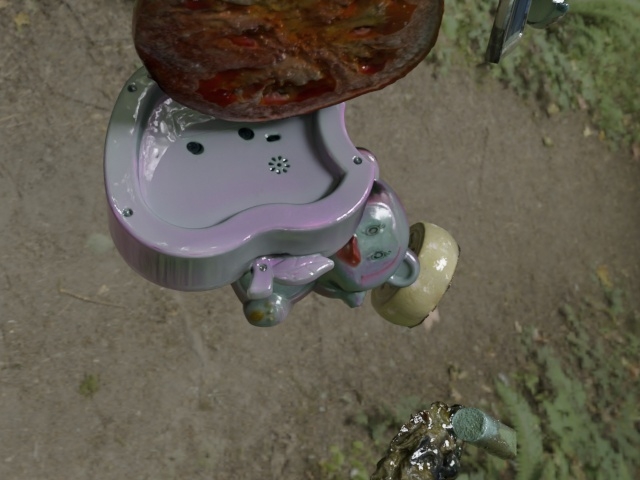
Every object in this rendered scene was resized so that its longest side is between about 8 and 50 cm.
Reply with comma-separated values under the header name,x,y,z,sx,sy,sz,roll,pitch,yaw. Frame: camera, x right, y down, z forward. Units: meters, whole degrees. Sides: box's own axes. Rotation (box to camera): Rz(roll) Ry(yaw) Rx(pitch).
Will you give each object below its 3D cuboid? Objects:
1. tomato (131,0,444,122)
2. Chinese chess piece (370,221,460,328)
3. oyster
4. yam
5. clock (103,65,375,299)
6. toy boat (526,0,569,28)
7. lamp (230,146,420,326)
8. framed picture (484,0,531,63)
name,x,y,z,sx,sy,sz,roll,pitch,yaw
tomato,-0.037,-0.263,0.835,0.338,0.338,0.144,15,58,-48
Chinese chess piece,0.222,0.080,1.856,0.104,0.257,0.257,29,54,-12
oyster,0.228,0.482,1.727,0.361,0.096,0.221,0,81,-48
yam,0.314,0.363,1.458,0.169,0.068,0.068,34,55,-43
clock,-0.107,-0.088,0.977,0.338,0.102,0.339,4,63,-8
toy boat,0.628,-0.644,2.126,0.078,0.207,0.134,7,86,-13
lamp,0.000,0.000,1.298,0.247,0.301,0.247,-71,137,-74
framed picture,0.256,-0.358,0.963,0.189,0.023,0.260,-43,147,-60
